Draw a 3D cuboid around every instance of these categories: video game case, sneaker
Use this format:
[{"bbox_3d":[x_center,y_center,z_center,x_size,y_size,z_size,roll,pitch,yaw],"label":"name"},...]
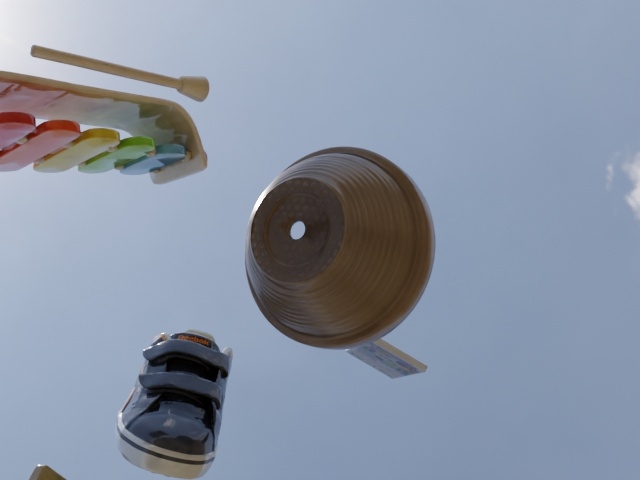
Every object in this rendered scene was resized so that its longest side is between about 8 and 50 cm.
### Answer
[{"bbox_3d":[0.092,0.170,0.993,0.087,0.122,0.011,31,-111,-6],"label":"video game case"},{"bbox_3d":[-0.181,0.189,0.881,0.126,0.321,0.127,18,-89,-11],"label":"sneaker"}]

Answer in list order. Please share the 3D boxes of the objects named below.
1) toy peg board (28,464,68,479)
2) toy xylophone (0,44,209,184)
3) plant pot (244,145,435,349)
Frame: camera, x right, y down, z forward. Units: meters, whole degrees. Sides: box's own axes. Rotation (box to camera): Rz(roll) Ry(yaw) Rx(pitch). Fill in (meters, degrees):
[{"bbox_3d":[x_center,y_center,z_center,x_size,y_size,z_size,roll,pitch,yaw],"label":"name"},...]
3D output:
[{"bbox_3d":[-0.303,0.383,0.831,0.161,0.079,0.160,60,-145,-39],"label":"toy peg board"},{"bbox_3d":[-0.265,-0.123,0.751,0.323,0.236,0.081,-2,-97,-38],"label":"toy xylophone"},{"bbox_3d":[0.000,0.000,0.769,0.110,0.237,0.237,23,-100,-61],"label":"plant pot"}]
